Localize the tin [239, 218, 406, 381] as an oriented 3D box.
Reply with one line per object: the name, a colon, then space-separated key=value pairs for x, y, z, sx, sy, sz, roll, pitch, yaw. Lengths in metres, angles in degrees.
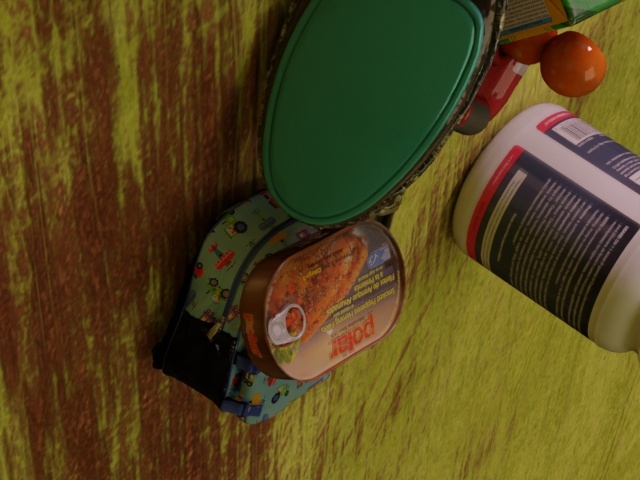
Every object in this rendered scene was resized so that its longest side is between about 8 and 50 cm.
tin: x=0.003 y=0.049 z=1.614 sx=0.189 sy=0.040 sz=0.106 roll=-26 pitch=106 yaw=-48

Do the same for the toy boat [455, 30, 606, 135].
toy boat: x=0.193 y=-0.184 z=1.773 sx=0.231 sy=0.151 sz=0.151 roll=-58 pitch=157 yaw=9

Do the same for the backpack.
backpack: x=-0.046 y=0.046 z=1.674 sx=0.158 sy=0.117 sz=0.173 roll=-26 pitch=141 yaw=-50

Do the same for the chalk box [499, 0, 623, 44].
chalk box: x=0.233 y=-0.266 z=1.645 sx=0.213 sy=0.132 sz=0.132 roll=-26 pitch=-173 yaw=-24

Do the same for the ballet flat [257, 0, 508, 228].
ballet flat: x=0.083 y=-0.236 z=1.518 sx=0.182 sy=0.164 sz=0.483 roll=-64 pitch=174 yaw=-59

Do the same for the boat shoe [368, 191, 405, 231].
boat shoe: x=0.055 y=-0.021 z=1.861 sx=0.056 sy=0.048 sz=0.153 roll=-21 pitch=140 yaw=-53

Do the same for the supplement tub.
supplement tub: x=0.293 y=-0.003 z=2.060 sx=0.191 sy=0.272 sz=0.191 roll=-42 pitch=154 yaw=-26
